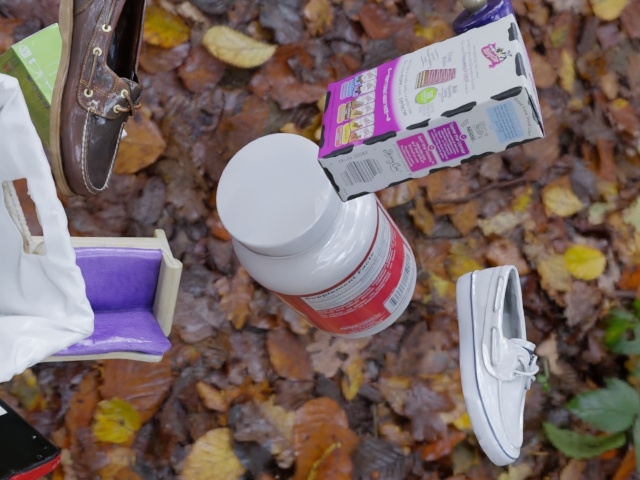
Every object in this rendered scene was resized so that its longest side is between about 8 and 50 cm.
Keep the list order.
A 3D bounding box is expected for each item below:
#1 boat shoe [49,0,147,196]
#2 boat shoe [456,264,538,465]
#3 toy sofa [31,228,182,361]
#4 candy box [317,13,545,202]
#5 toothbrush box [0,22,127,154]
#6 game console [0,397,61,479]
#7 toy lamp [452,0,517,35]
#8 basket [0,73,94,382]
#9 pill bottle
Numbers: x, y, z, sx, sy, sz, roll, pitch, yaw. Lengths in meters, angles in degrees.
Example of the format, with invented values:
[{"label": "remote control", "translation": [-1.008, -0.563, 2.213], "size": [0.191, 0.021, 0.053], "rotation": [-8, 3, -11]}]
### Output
[{"label": "boat shoe", "translation": [-0.194, -0.141, 0.750], "size": [0.073, 0.073, 0.206], "rotation": [-3, 96, -81]}, {"label": "boat shoe", "translation": [0.229, 0.148, 1.059], "size": [0.095, 0.084, 0.258], "rotation": [26, 51, -48]}, {"label": "toy sofa", "translation": [-0.406, 0.083, 1.310], "size": [0.363, 0.177, 0.150], "rotation": [1, 122, -24]}, {"label": "candy box", "translation": [0.120, -0.147, 0.938], "size": [0.071, 0.234, 0.159], "rotation": [57, 26, -35]}, {"label": "toothbrush box", "translation": [-0.593, -0.318, 1.898], "size": [0.122, 0.206, 0.283], "rotation": [-38, 107, -28]}, {"label": "game console", "translation": [-0.696, 0.334, 1.441], "size": [0.387, 0.060, 0.342], "rotation": [33, 23, 21]}, {"label": "toy lamp", "translation": [0.150, -0.331, 0.991], "size": [0.274, 0.080, 0.080], "rotation": [52, 53, -21]}, {"label": "basket", "translation": [-0.493, 0.016, 0.939], "size": [0.331, 0.267, 0.328], "rotation": [-30, 112, -46]}, {"label": "pill bottle", "translation": [0.000, 0.000, 1.329], "size": [0.407, 0.229, 0.228], "rotation": [47, 46, -61]}]
